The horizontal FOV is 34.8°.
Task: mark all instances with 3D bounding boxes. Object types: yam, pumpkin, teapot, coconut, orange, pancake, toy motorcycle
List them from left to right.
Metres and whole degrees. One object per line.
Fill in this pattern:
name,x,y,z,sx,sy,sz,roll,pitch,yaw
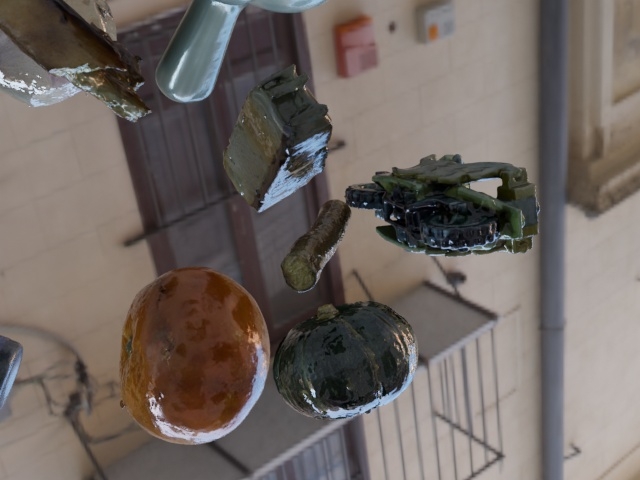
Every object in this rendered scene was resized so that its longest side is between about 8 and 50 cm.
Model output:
coconut,-0.463,-0.325,1.680,0.224,0.224,0.234,22,-129,40
pancake,-0.240,-0.202,0.875,0.056,0.257,0.212,-47,-161,12
orange,-0.203,0.181,1.629,0.226,0.284,0.284,10,-157,-25
teapot,-0.063,-0.244,0.882,0.149,0.318,0.220,-35,-132,-28
yam,0.000,0.000,1.682,0.066,0.066,0.300,1,-160,14
pumpkin,0.032,0.153,1.309,0.190,0.146,0.190,-7,173,-1
toy motorcycle,0.212,-0.059,1.767,0.236,0.169,0.410,-13,-162,-19

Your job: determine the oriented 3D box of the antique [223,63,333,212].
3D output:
antique,-0.062,-0.168,1.629,0.150,0.284,0.125,-32,-100,-18

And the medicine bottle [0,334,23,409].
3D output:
medicine bottle,-0.396,0.104,0.983,0.203,0.083,0.083,19,-148,-6
